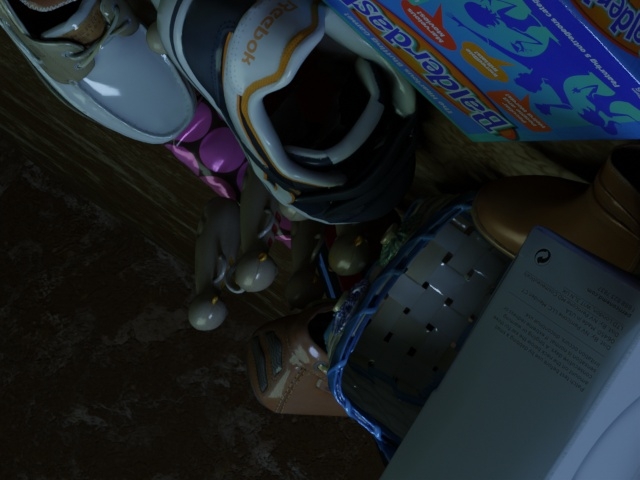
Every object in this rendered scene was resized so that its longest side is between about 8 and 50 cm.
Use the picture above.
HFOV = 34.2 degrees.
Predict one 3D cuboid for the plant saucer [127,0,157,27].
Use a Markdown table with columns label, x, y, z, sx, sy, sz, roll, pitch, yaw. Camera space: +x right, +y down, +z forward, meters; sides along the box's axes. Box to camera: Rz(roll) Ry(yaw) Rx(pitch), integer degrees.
| label | x | y | z | sx | sy | sz | roll | pitch | yaw |
| --- | --- | --- | --- | --- | --- | --- | --- | --- | --- |
| plant saucer | -0.182 | -0.249 | 0.952 | 0.168 | 0.029 | 0.168 | 33 | 169 | 7 |

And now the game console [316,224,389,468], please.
| label | x | y | z | sx | sy | sz | roll | pitch | yaw |
| --- | --- | --- | --- | --- | --- | --- | --- | --- | --- |
| game console | 0.052 | 0.137 | 1.396 | 0.386 | 0.060 | 0.342 | 86 | 161 | -76 |

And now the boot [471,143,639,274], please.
| label | x | y | z | sx | sy | sz | roll | pitch | yaw |
| --- | --- | --- | --- | --- | --- | --- | --- | --- | --- |
| boot | 0.186 | -0.023 | 0.676 | 0.197 | 0.073 | 0.152 | 16 | 167 | 21 |

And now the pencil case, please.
| label | x | y | z | sx | sy | sz | roll | pitch | yaw |
| --- | --- | --- | --- | --- | --- | --- | --- | --- | --- |
| pencil case | -0.079 | -0.089 | 1.180 | 0.209 | 0.098 | 0.095 | 37 | -146 | -10 |

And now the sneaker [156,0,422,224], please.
| label | x | y | z | sx | sy | sz | roll | pitch | yaw |
| --- | --- | --- | --- | --- | --- | --- | --- | --- | --- |
| sneaker | 0.010 | -0.078 | 0.773 | 0.127 | 0.126 | 0.321 | 36 | 179 | 35 |

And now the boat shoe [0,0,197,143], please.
| label | x | y | z | sx | sy | sz | roll | pitch | yaw |
| --- | --- | --- | --- | --- | --- | --- | --- | --- | --- |
| boat shoe | -0.226 | -0.194 | 0.942 | 0.302 | 0.113 | 0.103 | 42 | 174 | -26 |

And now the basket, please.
| label | x | y | z | sx | sy | sz | roll | pitch | yaw |
| --- | --- | --- | --- | --- | --- | --- | --- | --- | --- |
| basket | 0.125 | 0.091 | 0.879 | 0.201 | 0.254 | 0.289 | 34 | -179 | -24 |

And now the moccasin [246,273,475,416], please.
| label | x | y | z | sx | sy | sz | roll | pitch | yaw |
| --- | --- | --- | --- | --- | --- | --- | --- | --- | --- |
| moccasin | 0.107 | 0.115 | 1.125 | 0.380 | 0.139 | 0.147 | 12 | 146 | -34 |

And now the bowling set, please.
| label | x | y | z | sx | sy | sz | roll | pitch | yaw |
| --- | --- | --- | --- | --- | --- | --- | --- | --- | --- |
| bowling set | 0.000 | 0.000 | 1.047 | 0.200 | 0.154 | 0.287 | 16 | 149 | -18 |

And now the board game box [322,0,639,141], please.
| label | x | y | z | sx | sy | sz | roll | pitch | yaw |
| --- | --- | --- | --- | --- | --- | --- | --- | --- | --- |
| board game box | 0.098 | -0.121 | 0.583 | 0.160 | 0.047 | 0.210 | 39 | 170 | -20 |

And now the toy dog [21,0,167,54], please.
| label | x | y | z | sx | sy | sz | roll | pitch | yaw |
| --- | --- | --- | --- | --- | --- | --- | --- | --- | --- |
| toy dog | -0.215 | -0.239 | 0.736 | 0.334 | 0.161 | 0.220 | 36 | 170 | -2 |

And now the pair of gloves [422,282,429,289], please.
| label | x | y | z | sx | sy | sz | roll | pitch | yaw |
| --- | --- | --- | --- | --- | --- | --- | --- | --- | --- |
| pair of gloves | 0.153 | 0.166 | 1.406 | 0.042 | 0.204 | 0.240 | -8 | 169 | -9 |

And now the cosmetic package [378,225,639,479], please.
| label | x | y | z | sx | sy | sz | roll | pitch | yaw |
| --- | --- | --- | --- | --- | --- | --- | --- | --- | --- |
| cosmetic package | 0.188 | 0.177 | 0.684 | 0.377 | 0.284 | 0.097 | 21 | -166 | -47 |
